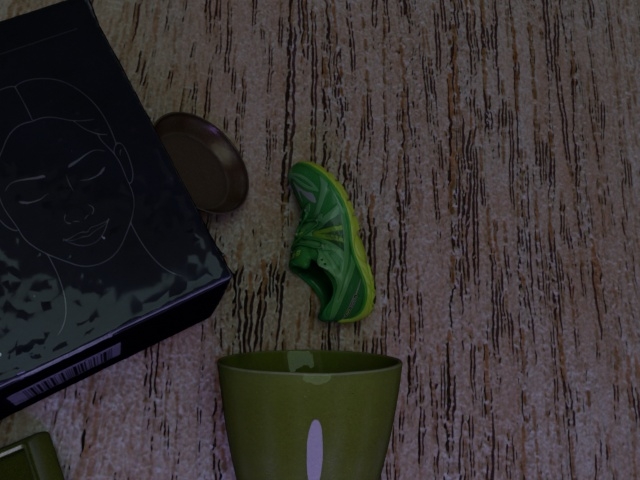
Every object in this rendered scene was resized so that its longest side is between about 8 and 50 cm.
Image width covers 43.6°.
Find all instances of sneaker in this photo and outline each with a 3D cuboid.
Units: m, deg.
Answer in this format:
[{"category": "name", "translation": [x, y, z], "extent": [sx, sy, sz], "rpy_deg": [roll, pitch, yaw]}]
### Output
[{"category": "sneaker", "translation": [0.000, 0.000, 1.354], "extent": [0.124, 0.109, 0.295], "rpy_deg": [-15, 77, -21]}]

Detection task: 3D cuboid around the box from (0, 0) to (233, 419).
[{"category": "box", "translation": [-0.454, -0.020, 1.151], "extent": [0.480, 0.297, 0.471], "rpy_deg": [-25, 81, -20]}]

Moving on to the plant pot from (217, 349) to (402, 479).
[{"category": "plant pot", "translation": [-0.016, 0.323, 1.187], "extent": [0.275, 0.275, 0.293], "rpy_deg": [0, 88, -13]}]

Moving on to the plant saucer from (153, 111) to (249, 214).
[{"category": "plant saucer", "translation": [-0.209, -0.124, 1.345], "extent": [0.199, 0.036, 0.198], "rpy_deg": [28, 46, -32]}]

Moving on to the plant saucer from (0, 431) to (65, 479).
[{"category": "plant saucer", "translation": [-0.454, 0.369, 1.121], "extent": [0.188, 0.045, 0.188], "rpy_deg": [-22, 53, -19]}]
